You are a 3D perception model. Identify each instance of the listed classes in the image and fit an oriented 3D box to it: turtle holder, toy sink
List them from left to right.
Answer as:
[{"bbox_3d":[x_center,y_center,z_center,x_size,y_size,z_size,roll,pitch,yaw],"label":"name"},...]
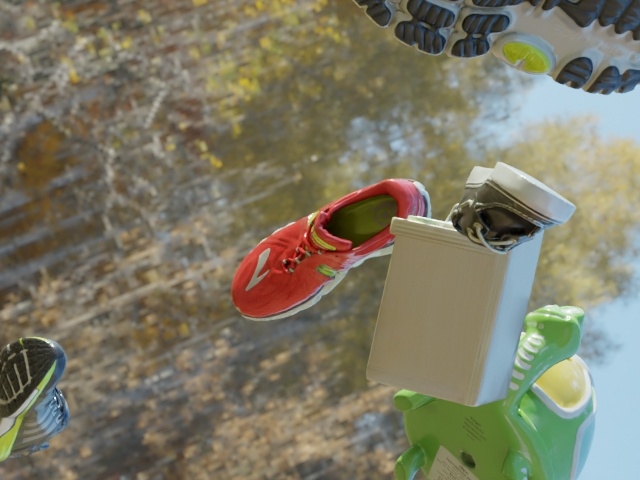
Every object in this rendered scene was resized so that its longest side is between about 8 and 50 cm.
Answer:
[{"bbox_3d":[0.143,0.043,1.413,0.153,0.131,0.234,8,95,-71],"label":"toy sink"},{"bbox_3d":[0.234,0.211,1.727,0.243,0.227,0.320,18,-47,45],"label":"turtle holder"}]

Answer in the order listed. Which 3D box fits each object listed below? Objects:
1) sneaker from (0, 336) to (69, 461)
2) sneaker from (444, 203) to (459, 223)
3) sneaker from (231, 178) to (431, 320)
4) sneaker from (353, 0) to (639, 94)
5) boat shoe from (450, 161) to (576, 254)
[{"bbox_3d":[-0.438,0.241,2.061,0.300,0.121,0.111,-51,-130,45],"label":"sneaker"},{"bbox_3d":[0.159,0.036,1.856,0.090,0.235,0.095,11,-57,19],"label":"sneaker"},{"bbox_3d":[0.000,0.000,1.629,0.107,0.279,0.118,60,10,14],"label":"sneaker"},{"bbox_3d":[0.116,-0.180,0.934,0.107,0.275,0.110,-58,-152,24],"label":"sneaker"},{"bbox_3d":[0.165,-0.022,1.195,0.078,0.070,0.219,30,-1,-4],"label":"boat shoe"}]
